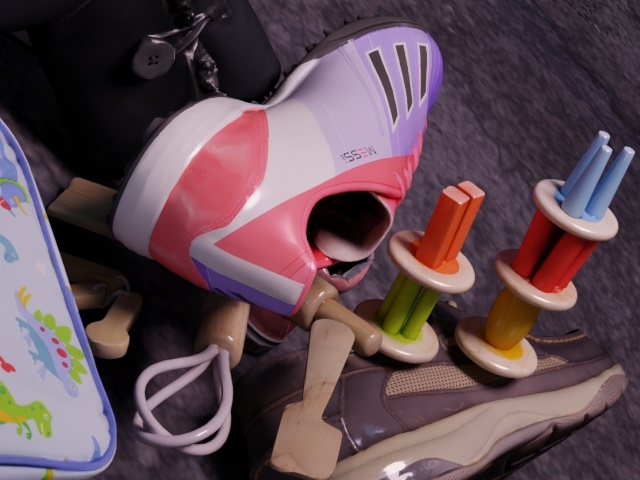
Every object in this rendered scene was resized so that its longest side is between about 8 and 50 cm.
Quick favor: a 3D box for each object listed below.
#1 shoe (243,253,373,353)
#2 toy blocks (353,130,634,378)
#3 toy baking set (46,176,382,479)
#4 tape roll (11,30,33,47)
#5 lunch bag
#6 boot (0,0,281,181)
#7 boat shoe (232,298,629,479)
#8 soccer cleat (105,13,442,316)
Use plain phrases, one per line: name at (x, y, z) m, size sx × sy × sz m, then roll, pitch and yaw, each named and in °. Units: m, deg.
shoe at (0.000, 0.000, 1.215) m, size 0.063 × 0.081 × 0.178 m, roll 48°, pitch 29°, yaw -11°
toy blocks at (0.099, 0.000, 1.083) m, size 0.123 × 0.148 × 0.054 m, roll 10°, pitch 31°, yaw -29°
toy baking set at (-0.065, 0.046, 1.032) m, size 0.256 × 0.030 × 0.196 m, roll 32°, pitch 32°, yaw 25°
tape roll at (-0.155, -0.244, 1.224) m, size 0.286 × 0.100 × 0.286 m, roll 37°, pitch 34°, yaw -30°
lunch bag at (-0.190, 0.027, 0.890) m, size 0.176 × 0.090 × 0.219 m, roll 10°, pitch 51°, yaw -51°
boot at (-0.148, -0.106, 1.065) m, size 0.094 × 0.246 × 0.207 m, roll 49°, pitch -17°, yaw 44°
boat shoe at (0.074, 0.086, 1.184) m, size 0.130 × 0.132 × 0.355 m, roll 59°, pitch 28°, yaw 11°
soccer cleat at (0.008, -0.042, 1.098) m, size 0.116 × 0.109 × 0.318 m, roll 34°, pitch 29°, yaw 14°
